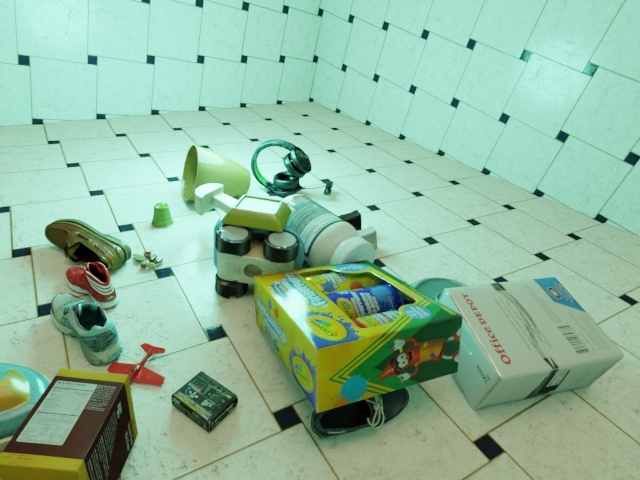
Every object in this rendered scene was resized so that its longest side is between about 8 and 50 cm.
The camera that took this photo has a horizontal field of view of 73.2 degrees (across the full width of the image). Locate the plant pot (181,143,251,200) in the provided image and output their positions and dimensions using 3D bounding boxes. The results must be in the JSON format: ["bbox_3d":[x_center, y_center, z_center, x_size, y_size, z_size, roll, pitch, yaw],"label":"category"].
[{"bbox_3d":[-0.440,-0.272,1.860,0.255,0.237,0.237,6,28,-31],"label":"plant pot"}]

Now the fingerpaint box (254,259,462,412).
[{"bbox_3d":[0.067,0.202,1.115,0.372,0.163,0.445,-7,17,-23],"label":"fingerpaint box"}]

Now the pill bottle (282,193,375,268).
[{"bbox_3d":[0.000,0.000,1.499,0.210,0.210,0.363,-19,41,-37],"label":"pill bottle"}]

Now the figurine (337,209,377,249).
[{"bbox_3d":[0.088,-0.021,1.689,0.210,0.092,0.214,-13,37,-18],"label":"figurine"}]

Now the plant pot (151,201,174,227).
[{"bbox_3d":[-0.607,-0.101,1.649,0.084,0.079,0.083,5,30,-3],"label":"plant pot"}]

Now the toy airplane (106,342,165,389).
[{"bbox_3d":[-0.439,0.306,1.062,0.152,0.028,0.151,5,31,-3],"label":"toy airplane"}]

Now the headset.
[{"bbox_3d":[-0.123,-0.319,1.992,0.395,0.243,0.185,28,34,-8],"label":"headset"}]

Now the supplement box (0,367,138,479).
[{"bbox_3d":[-0.443,0.376,0.788,0.129,0.191,0.194,7,32,-2],"label":"supplement box"}]

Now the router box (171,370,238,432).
[{"bbox_3d":[-0.266,0.368,0.991,0.123,0.038,0.092,24,34,25],"label":"router box"}]

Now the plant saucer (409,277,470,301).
[{"bbox_3d":[0.424,0.212,1.409,0.318,0.043,0.317,5,32,-3],"label":"plant saucer"}]

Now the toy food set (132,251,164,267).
[{"bbox_3d":[-0.570,0.067,1.440,0.078,0.019,0.122,-16,31,-35],"label":"toy food set"}]

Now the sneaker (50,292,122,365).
[{"bbox_3d":[-0.608,0.193,1.119,0.283,0.122,0.110,27,36,29],"label":"sneaker"}]

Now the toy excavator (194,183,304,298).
[{"bbox_3d":[-0.259,-0.028,1.458,0.434,0.222,0.445,9,33,0],"label":"toy excavator"}]

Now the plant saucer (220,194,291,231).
[{"bbox_3d":[-0.194,-0.094,1.350,0.189,0.045,0.188,8,24,2],"label":"plant saucer"}]

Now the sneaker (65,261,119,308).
[{"bbox_3d":[-0.671,0.097,1.258,0.221,0.127,0.087,23,34,23],"label":"sneaker"}]

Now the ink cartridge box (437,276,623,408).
[{"bbox_3d":[0.542,0.267,1.186,0.396,0.166,0.285,-3,43,-18],"label":"ink cartridge box"}]

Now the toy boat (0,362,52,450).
[{"bbox_3d":[-0.675,0.352,0.816,0.268,0.148,0.318,9,31,1],"label":"toy boat"}]

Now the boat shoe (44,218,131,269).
[{"bbox_3d":[-0.775,0.012,1.391,0.308,0.110,0.104,14,30,11],"label":"boat shoe"}]

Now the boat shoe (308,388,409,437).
[{"bbox_3d":[0.098,0.382,0.981,0.255,0.079,0.095,-5,67,-19],"label":"boat shoe"}]
